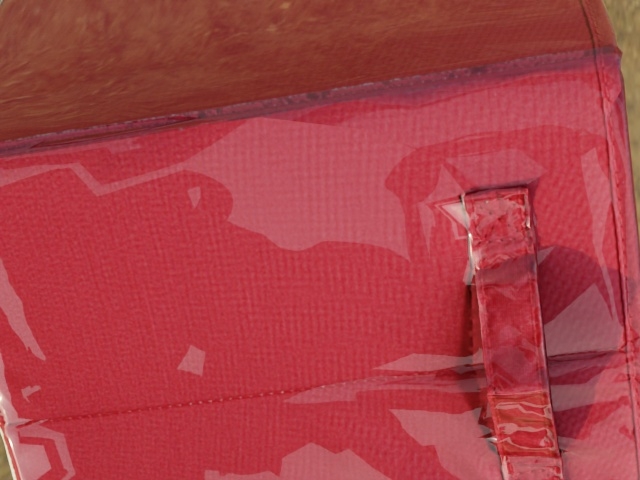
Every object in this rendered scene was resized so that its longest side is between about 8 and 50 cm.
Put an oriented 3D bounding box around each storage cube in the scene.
[{"bbox_3d":[0.000,0.000,0.544,0.193,0.215,0.184,-8,118,6],"label":"storage cube"}]
